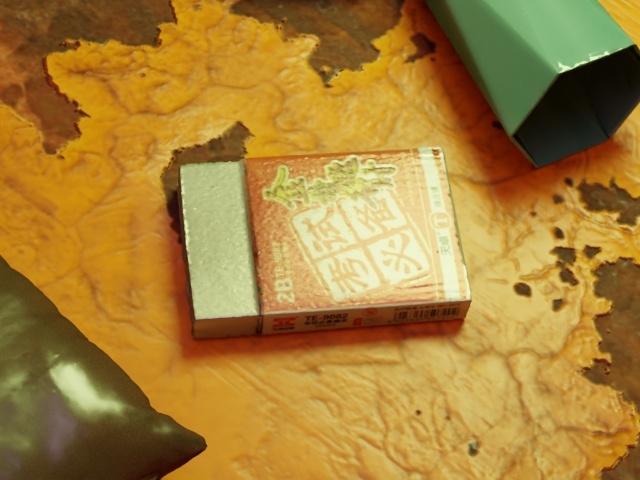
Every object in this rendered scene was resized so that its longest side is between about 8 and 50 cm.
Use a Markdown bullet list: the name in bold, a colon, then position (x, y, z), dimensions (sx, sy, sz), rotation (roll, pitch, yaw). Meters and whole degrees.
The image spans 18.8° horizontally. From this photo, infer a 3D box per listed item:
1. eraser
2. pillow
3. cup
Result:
- **eraser**: position (0.000, 0.000, 1.612), dimensions (0.230, 0.038, 0.157), rotation (-4, 58, -7)
- **pillow**: position (-0.297, 0.140, 1.455), dimensions (0.308, 0.108, 0.305), rotation (-36, 67, -29)
- **cup**: position (0.169, -0.197, 1.697), dimensions (0.134, 0.148, 0.235), rotation (-37, 62, 6)
